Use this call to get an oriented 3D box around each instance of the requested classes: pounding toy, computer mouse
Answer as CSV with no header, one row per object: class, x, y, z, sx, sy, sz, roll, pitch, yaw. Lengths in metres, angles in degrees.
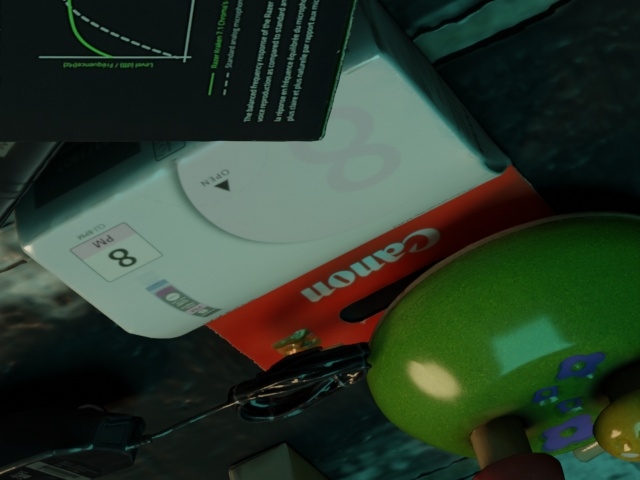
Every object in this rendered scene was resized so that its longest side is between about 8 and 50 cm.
pounding toy,0.143,0.089,0.885,0.237,0.110,0.183,18,131,-40
computer mouse,-0.088,0.087,0.881,0.242,0.041,0.071,-18,158,11

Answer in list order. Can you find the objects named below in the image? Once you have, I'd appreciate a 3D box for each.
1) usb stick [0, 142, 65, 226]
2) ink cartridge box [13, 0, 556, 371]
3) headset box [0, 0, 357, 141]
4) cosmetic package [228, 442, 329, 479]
usb stick,-0.120,-0.079,0.683,0.077,0.045,0.278,29,127,-19
ink cartridge box,0.000,0.000,0.804,0.189,0.066,0.232,-28,134,18
headset box,-0.144,-0.153,0.434,0.283,0.246,0.131,-1,140,-12
cosmetic package,-0.005,0.173,1.003,0.041,0.060,0.115,-27,140,15
